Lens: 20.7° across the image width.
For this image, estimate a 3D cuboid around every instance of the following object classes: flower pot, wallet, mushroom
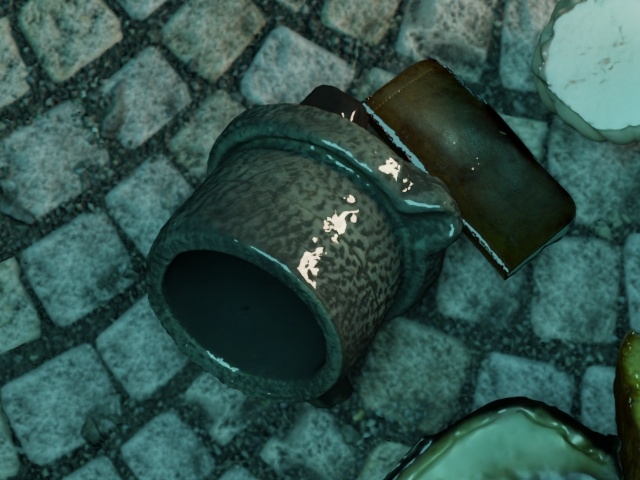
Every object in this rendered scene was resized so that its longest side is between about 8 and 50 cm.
[{"bbox_3d":[0.000,0.000,1.848,0.299,0.299,0.283,26,49,11],"label":"flower pot"},{"bbox_3d":[0.167,-0.086,1.932,0.137,0.031,0.255,-36,81,-28],"label":"wallet"},{"bbox_3d":[0.178,0.319,1.872,0.247,0.130,0.344,33,97,14],"label":"mushroom"}]

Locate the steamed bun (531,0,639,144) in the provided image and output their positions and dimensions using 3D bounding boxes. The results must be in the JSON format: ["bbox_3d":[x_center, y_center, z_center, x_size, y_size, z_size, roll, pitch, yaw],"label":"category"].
[{"bbox_3d":[0.318,-0.193,1.903,0.183,0.106,0.182,-1,86,14],"label":"steamed bun"}]

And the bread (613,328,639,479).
[{"bbox_3d":[0.378,0.224,1.840,0.129,0.134,0.260,1,45,-5],"label":"bread"}]
